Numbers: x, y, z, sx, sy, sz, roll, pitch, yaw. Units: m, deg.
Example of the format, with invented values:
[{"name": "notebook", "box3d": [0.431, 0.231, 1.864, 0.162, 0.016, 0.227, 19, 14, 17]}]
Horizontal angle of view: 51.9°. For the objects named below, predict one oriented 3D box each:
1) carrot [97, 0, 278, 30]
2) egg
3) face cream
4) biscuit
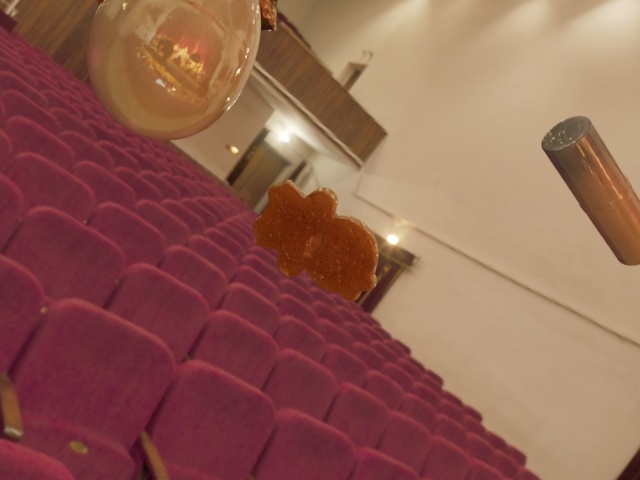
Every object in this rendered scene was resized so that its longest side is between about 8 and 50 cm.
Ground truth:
[{"name": "carrot", "box3d": [-0.180, -0.326, 0.893, 0.260, 0.070, 0.070, 11, -8, 12]}, {"name": "egg", "box3d": [-0.136, -0.196, 0.635, 0.151, 0.209, 0.151, 19, -17, 6]}, {"name": "face cream", "box3d": [0.422, -0.070, 0.977, 0.250, 0.077, 0.077, 46, -5, -25]}, {"name": "biscuit", "box3d": [0.000, 0.000, 1.062, 0.225, 0.166, 0.036, 29, 17, 11]}]
